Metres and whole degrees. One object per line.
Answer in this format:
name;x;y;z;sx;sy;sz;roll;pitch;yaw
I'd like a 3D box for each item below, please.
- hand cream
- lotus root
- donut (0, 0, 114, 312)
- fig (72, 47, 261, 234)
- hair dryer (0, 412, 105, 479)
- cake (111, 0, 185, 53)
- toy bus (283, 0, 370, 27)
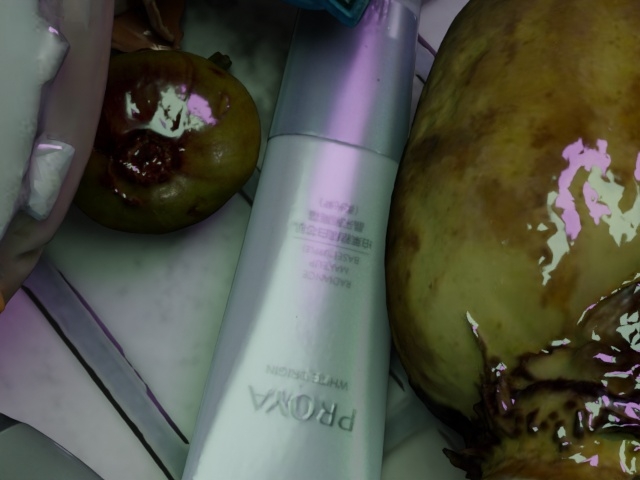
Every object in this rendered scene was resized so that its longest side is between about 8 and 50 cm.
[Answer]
hand cream;0.000;0.000;0.637;0.079;0.048;0.255;11;67;-7
lotus root;0.114;-0.017;0.604;0.169;0.141;0.314;14;58;-1
donut;-0.256;-0.092;0.534;0.382;0.142;0.383;-1;106;-2
fig;-0.070;-0.045;0.643;0.082;0.098;0.084;40;101;-10
hair dryer;-0.109;0.223;0.535;0.229;0.092;0.267;34;83;4
cake;-0.181;-0.146;0.660;0.287;0.098;0.135;-1;61;-10
toy bus;0.034;-0.202;0.626;0.134;0.113;0.246;41;59;5
